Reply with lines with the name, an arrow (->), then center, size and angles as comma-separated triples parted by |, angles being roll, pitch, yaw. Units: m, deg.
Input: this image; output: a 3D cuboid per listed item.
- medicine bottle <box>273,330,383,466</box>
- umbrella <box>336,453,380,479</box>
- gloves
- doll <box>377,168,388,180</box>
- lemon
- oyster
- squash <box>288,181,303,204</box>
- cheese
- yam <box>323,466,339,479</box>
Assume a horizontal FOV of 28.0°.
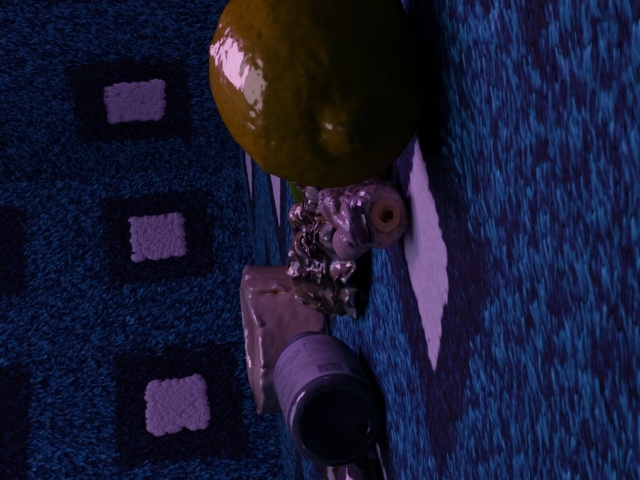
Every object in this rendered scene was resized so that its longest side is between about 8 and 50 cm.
medicine bottle -> 0.003, 0.229, 1.972 | 0.293, 0.141, 0.141 | -120, 26, -74
umbrella -> 0.071, 0.425, 1.873 | 0.073, 0.067, 0.337 | -58, 30, 38
gloves -> 0.054, -0.035, 1.557 | 0.144, 0.094, 0.110 | 41, 150, 54
doll -> 0.037, -0.122, 1.636 | 0.089, 0.102, 0.179 | -50, -57, -55
lemon -> -0.002, -0.177, 1.355 | 0.288, 0.233, 0.233 | -116, 20, -48
oyster -> -0.002, 0.000, 1.950 | 0.351, 0.114, 0.238 | 97, 166, -61
squash -> -0.021, -0.160, 2.131 | 0.082, 0.082, 0.293 | -106, 13, -58
cheese -> -0.072, 0.192, 2.528 | 0.332, 0.153, 0.292 | -147, 52, -80
yam -> 0.047, 0.472, 2.105 | 0.067, 0.071, 0.317 | 180, 83, -84
